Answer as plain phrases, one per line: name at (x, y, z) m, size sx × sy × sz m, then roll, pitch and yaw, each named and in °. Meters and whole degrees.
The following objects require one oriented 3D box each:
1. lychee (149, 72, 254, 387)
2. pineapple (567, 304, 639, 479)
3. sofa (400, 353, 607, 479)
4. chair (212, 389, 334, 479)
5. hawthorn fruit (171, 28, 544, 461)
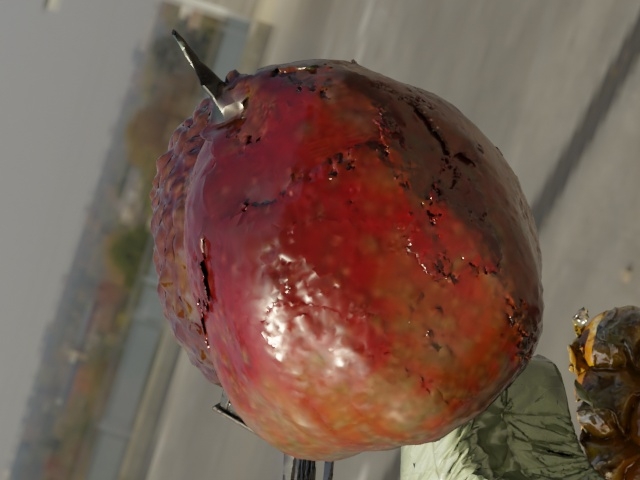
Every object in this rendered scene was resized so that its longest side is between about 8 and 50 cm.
lychee at (0.000, 0.000, 1.241) m, size 0.260 × 0.260 × 0.261 m, roll -162°, pitch 90°, yaw -85°
pineapple at (0.292, 0.166, 1.545) m, size 0.186 × 0.114 × 0.236 m, roll 5°, pitch -109°, yaw -68°
sofa at (0.198, 0.174, 1.316) m, size 0.210 × 0.225 × 0.176 m, roll 7°, pitch -96°, yaw -52°
chair at (-0.039, 0.176, 1.607) m, size 0.084 × 0.101 × 0.212 m, roll -27°, pitch -40°, yaw -49°
hawthorn fruit at (0.007, -0.010, 0.848) m, size 0.181 × 0.235 × 0.181 m, roll -31°, pitch 13°, yaw 8°
